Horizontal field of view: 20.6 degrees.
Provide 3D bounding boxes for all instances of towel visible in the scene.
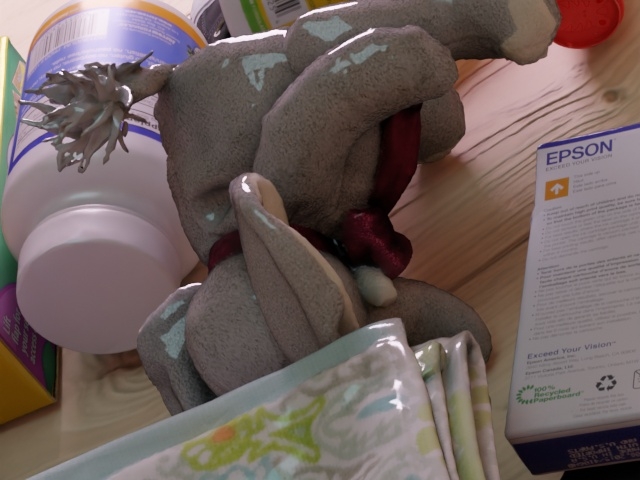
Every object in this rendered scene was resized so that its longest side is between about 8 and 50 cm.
[{"bbox_3d":[-0.063,0.223,0.862,0.374,0.090,0.320,-27,38,13],"label":"towel"}]

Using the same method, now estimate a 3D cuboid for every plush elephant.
[{"bbox_3d":[0.000,0.000,1.094,0.330,0.255,0.272,-9,-12,-21],"label":"plush elephant"}]

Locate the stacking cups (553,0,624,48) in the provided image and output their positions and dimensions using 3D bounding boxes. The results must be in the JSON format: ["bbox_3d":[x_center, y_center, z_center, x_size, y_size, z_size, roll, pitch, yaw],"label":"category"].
[{"bbox_3d":[0.182,-0.270,1.365,0.096,0.096,0.316,-15,43,21],"label":"stacking cups"}]

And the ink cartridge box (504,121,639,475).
[{"bbox_3d":[0.220,0.017,0.979,0.223,0.045,0.224,-12,45,26],"label":"ink cartridge box"}]

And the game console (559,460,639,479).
[{"bbox_3d":[0.326,0.096,0.896,0.386,0.060,0.342,12,55,42],"label":"game console"}]

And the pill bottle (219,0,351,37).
[{"bbox_3d":[0.061,-0.197,1.236,0.246,0.136,0.136,-21,40,17],"label":"pill bottle"}]

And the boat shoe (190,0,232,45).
[{"bbox_3d":[-0.003,-0.220,1.447,0.228,0.080,0.076,-30,44,5],"label":"boat shoe"}]

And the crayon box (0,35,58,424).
[{"bbox_3d":[-0.363,0.030,1.401,0.313,0.106,0.363,-22,40,12],"label":"crayon box"}]

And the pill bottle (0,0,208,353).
[{"bbox_3d":[-0.155,-0.050,1.307,0.152,0.152,0.272,-20,41,16],"label":"pill bottle"}]
